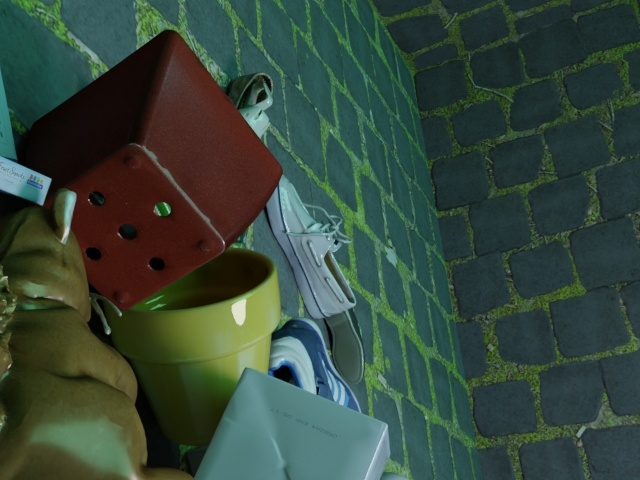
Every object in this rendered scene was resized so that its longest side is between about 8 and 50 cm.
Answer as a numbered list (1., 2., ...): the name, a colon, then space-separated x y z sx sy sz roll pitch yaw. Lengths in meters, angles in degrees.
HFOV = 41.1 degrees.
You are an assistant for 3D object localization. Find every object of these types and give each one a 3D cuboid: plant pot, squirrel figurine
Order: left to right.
1. squirrel figurine: -0.330 0.097 0.861 0.397 0.281 0.370 51 23 -53
2. plant pot: -0.232 -0.070 1.133 0.267 0.267 0.236 52 18 -25
3. plant pot: -0.178 0.162 1.276 0.254 0.254 0.239 -54 141 -66

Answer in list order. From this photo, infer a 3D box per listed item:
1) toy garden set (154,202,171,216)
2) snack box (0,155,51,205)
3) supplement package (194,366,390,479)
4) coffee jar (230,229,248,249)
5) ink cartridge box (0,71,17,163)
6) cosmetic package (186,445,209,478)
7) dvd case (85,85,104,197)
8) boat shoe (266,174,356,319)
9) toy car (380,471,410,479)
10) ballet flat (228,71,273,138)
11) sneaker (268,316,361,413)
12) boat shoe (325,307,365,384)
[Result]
1. toy garden set: -0.250 -0.103 1.451 0.244 0.049 0.204 -73 145 -59
2. snack box: -0.383 -0.083 0.949 0.141 0.100 0.037 32 74 -68
3. supplement package: -0.032 0.323 1.161 0.263 0.199 0.198 76 37 -68
4. coffee jar: -0.168 -0.033 1.549 0.096 0.079 0.184 129 -28 -76
5. ink cartridge box: -0.480 -0.173 0.952 0.324 0.071 0.330 7 67 -69
6. cosmetic package: -0.091 0.421 1.436 0.224 0.138 0.225 -10 83 -71
7. dvd case: -0.312 -0.126 1.425 0.238 0.029 0.179 40 39 -57
8. boat shoe: -0.002 0.004 1.971 0.136 0.156 0.367 -53 125 -66
9. toy car: 0.085 0.424 1.349 0.210 0.238 0.219 14 63 -68
10. ballet flat: -0.159 -0.272 1.837 0.316 0.106 0.107 -84 151 -46
11. sneaker: -0.027 0.327 1.686 0.236 0.130 0.323 -51 121 -68
12. boat shoe: 0.067 0.236 2.086 0.068 0.081 0.228 8 64 -64
